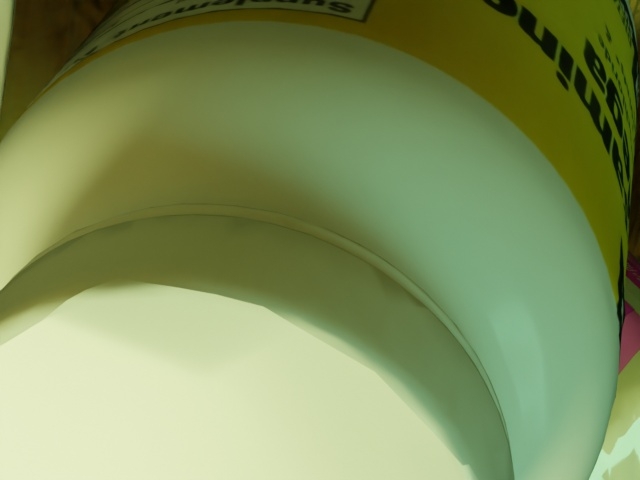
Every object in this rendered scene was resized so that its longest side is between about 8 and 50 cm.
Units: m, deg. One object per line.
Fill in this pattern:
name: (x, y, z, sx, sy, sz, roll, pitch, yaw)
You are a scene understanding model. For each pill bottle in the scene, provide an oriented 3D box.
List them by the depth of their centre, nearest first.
pill bottle: (0.000, 0.000, 0.574, 0.188, 0.334, 0.188, 5, 117, 9)

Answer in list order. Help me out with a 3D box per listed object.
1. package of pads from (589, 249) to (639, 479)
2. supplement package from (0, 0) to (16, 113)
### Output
package of pads: (0.036, 0.113, 0.829, 0.101, 0.229, 0.296, 37, 99, -33)
supplement package: (-0.196, -0.002, 0.586, 0.139, 0.134, 0.244, -12, 135, -32)
